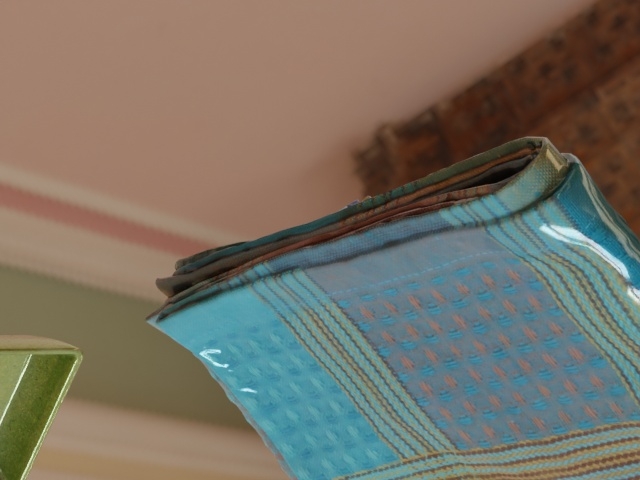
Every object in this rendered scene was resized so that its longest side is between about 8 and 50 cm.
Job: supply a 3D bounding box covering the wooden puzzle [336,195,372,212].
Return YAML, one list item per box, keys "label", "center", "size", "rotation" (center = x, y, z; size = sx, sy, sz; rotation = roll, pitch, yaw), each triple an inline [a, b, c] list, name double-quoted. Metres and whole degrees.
- label: "wooden puzzle"
  center: [0.000, 0.000, 1.399]
  size: [0.014, 0.116, 0.078]
  rotation: [48, -138, 7]

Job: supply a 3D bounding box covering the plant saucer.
- label: "plant saucer"
  center: [-0.311, 0.138, 1.577]
  size: [0.188, 0.188, 0.045]
  rotation: [1, -136, -33]

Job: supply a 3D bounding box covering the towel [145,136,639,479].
- label: "towel"
  center: [0.109, 0.133, 0.886]
  size: [0.370, 0.271, 0.040]
  rotation: [53, -131, -16]
